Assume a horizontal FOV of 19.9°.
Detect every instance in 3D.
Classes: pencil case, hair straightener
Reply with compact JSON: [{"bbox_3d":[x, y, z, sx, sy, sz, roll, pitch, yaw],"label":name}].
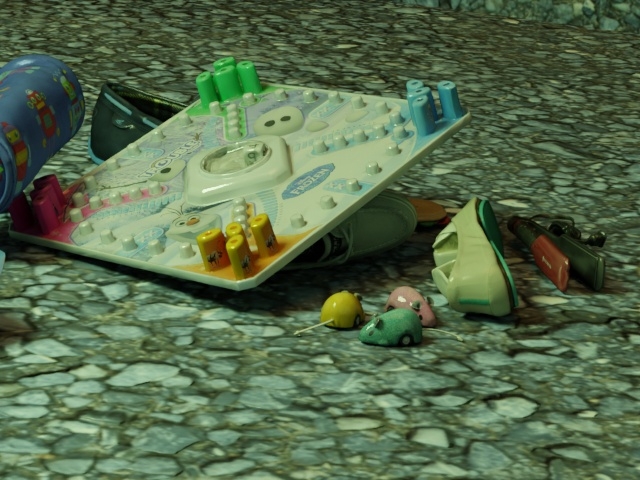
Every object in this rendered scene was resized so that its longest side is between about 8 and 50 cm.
[{"bbox_3d":[-0.359,-0.114,2.035,0.133,0.119,0.306,-24,14,17],"label":"pencil case"},{"bbox_3d":[0.272,0.010,2.036,0.089,0.047,0.230,-1,12,-12],"label":"hair straightener"}]

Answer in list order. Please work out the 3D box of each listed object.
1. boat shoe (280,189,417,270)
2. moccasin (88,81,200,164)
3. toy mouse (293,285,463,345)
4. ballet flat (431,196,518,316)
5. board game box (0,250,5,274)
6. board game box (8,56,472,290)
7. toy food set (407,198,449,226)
[{"bbox_3d":[-0.001,-0.001,1.974,0.227,0.079,0.081,-7,24,-10],"label":"boat shoe"},{"bbox_3d":[-0.151,-0.132,2.305,0.342,0.117,0.137,9,18,21],"label":"moccasin"},{"bbox_3d":[0.075,0.072,1.798,0.143,0.031,0.161,11,18,27],"label":"toy mouse"},{"bbox_3d":[0.155,0.018,1.928,0.086,0.086,0.248,3,17,0],"label":"ballet flat"},{"bbox_3d":[-0.372,0.048,1.746,0.168,0.033,0.133,25,59,41],"label":"board game box"},{"bbox_3d":[-0.096,-0.091,2.029,0.390,0.050,0.390,11,38,41],"label":"board game box"},{"bbox_3d":[0.111,-0.031,2.174,0.082,0.020,0.083,1,16,-5],"label":"toy food set"}]
